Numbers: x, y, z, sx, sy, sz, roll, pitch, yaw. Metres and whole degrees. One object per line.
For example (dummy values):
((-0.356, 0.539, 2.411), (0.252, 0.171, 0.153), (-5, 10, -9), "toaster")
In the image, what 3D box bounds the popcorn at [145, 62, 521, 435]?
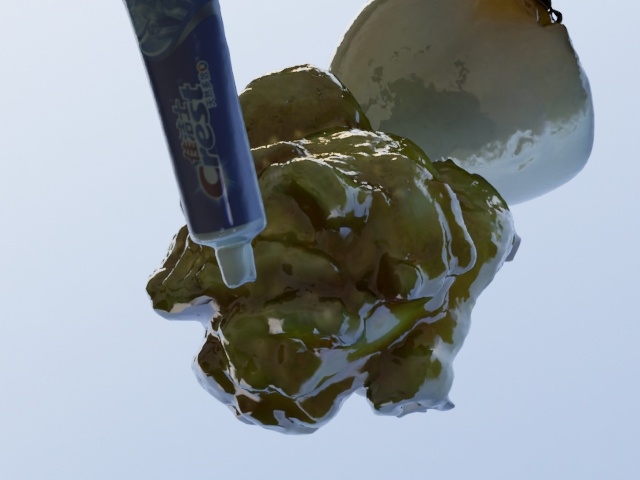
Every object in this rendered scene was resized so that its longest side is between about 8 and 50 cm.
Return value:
((-0.011, 0.001, 1.410), (0.321, 0.290, 0.325), (-5, -95, 19), "popcorn")

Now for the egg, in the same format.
((0.119, -0.127, 1.609), (0.286, 0.264, 0.174), (9, -142, 45), "egg")

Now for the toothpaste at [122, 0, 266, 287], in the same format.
((-0.078, -0.101, 1.004), (0.069, 0.268, 0.047), (-6, -168, 39), "toothpaste")
